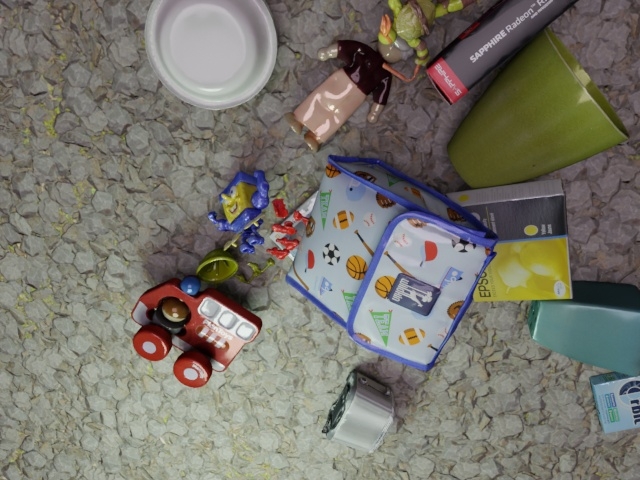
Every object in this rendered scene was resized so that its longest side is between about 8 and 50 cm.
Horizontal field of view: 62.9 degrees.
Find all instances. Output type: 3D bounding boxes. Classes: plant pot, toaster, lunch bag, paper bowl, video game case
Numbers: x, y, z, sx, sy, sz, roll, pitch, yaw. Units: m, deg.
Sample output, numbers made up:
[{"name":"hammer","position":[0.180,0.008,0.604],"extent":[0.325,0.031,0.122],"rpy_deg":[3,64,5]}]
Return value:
[{"name":"plant pot","position":[0.632,0.194,1.255],"extent":[0.234,0.166,0.166],"rpy_deg":[8,110,12]},{"name":"toaster","position":[0.109,0.483,1.440],"extent":[0.146,0.129,0.227],"rpy_deg":[23,109,-3]},{"name":"lunch bag","position":[0.144,0.039,1.109],"extent":[0.385,0.238,0.328],"rpy_deg":[37,118,32]},{"name":"paper bowl","position":[-0.234,-0.428,1.133],"extent":[0.284,0.148,0.284],"rpy_deg":[-1,117,-2]},{"name":"plant pot","position":[0.426,-0.236,1.102],"extent":[0.275,0.275,0.293],"rpy_deg":[46,125,-9]},{"name":"video game case","position":[0.000,0.000,1.344],"extent":[0.183,0.023,0.201],"rpy_deg":[-42,99,18]}]

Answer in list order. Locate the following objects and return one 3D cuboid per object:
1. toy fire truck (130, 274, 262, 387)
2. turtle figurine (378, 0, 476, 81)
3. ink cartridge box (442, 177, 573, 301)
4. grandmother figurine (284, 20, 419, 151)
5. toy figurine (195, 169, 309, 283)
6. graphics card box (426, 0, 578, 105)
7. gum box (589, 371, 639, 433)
[{"name":"toy fire truck","position":[-0.329,0.213,1.368],"extent":[0.302,0.169,0.254],"rpy_deg":[35,116,-6]},{"name":"turtle figurine","position":[0.186,-0.456,1.018],"extent":[0.217,0.087,0.269],"rpy_deg":[-36,125,8]},{"name":"ink cartridge box","position":[0.396,0.017,1.188],"extent":[0.307,0.072,0.304],"rpy_deg":[-7,129,23]},{"name":"grandmother figurine","position":[0.074,-0.361,1.177],"extent":[0.342,0.104,0.208],"rpy_deg":[-39,127,15]},{"name":"toy figurine","position":[-0.181,-0.061,1.306],"extent":[0.362,0.191,0.217],"rpy_deg":[-39,58,41]},{"name":"graphics card box","position":[0.375,-0.431,1.024],"extent":[0.371,0.233,0.094],"rpy_deg":[-37,99,22]},{"name":"gum box","position":[0.818,0.413,1.365],"extent":[0.184,0.041,0.157],"rpy_deg":[-16,106,12]}]
